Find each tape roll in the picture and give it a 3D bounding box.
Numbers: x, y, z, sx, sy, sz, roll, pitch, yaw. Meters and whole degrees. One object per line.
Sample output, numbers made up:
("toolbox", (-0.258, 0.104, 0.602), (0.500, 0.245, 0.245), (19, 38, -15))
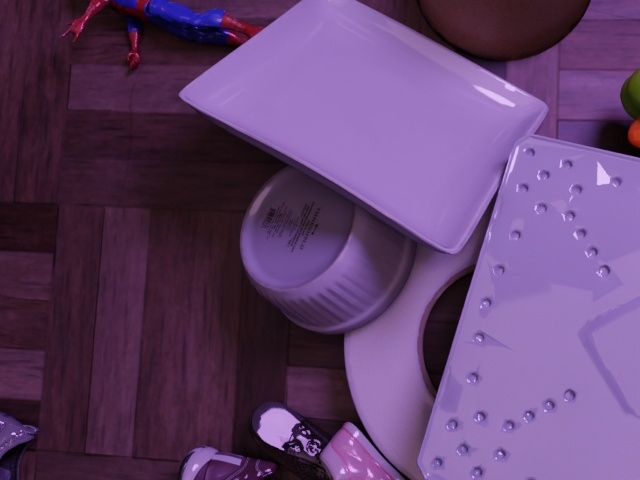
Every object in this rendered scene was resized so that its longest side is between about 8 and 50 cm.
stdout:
("tape roll", (0.222, 0.131, 1.010), (0.392, 0.072, 0.392), (-1, 84, 7))

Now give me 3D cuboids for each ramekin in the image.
("ramekin", (0.000, 0.000, 0.991), (0.207, 0.109, 0.207), (-15, 63, 30))

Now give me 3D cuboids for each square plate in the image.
("square plate", (0.066, -0.153, 0.986), (0.347, 0.049, 0.344), (31, 46, 10))

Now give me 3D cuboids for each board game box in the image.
("board game box", (0.341, 0.117, 0.852), (0.390, 0.050, 0.390), (16, 81, 17))

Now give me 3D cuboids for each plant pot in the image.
("plant pot", (0.226, -0.368, 0.973), (0.237, 0.254, 0.237), (-1, 83, 7))

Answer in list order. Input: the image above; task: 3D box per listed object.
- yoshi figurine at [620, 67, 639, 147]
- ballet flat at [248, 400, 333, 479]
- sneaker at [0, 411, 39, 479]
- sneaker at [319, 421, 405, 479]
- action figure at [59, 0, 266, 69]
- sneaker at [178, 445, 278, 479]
("yoshi figurine", (0.527, -0.118, 0.935), (0.362, 0.203, 0.203), (36, 56, 5))
("ballet flat", (0.013, 0.290, 1.033), (0.250, 0.058, 0.084), (35, 62, 4))
("sneaker", (-0.445, 0.353, 1.057), (0.115, 0.105, 0.281), (13, 85, 9))
("sneaker", (0.054, 0.287, 0.984), (0.070, 0.051, 0.134), (-40, 81, -20))
("action figure", (-0.221, -0.270, 1.102), (0.280, 0.091, 0.139), (27, 79, 10))
("sneaker", (-0.098, 0.399, 1.008), (0.163, 0.106, 0.281), (3, 84, 5))
